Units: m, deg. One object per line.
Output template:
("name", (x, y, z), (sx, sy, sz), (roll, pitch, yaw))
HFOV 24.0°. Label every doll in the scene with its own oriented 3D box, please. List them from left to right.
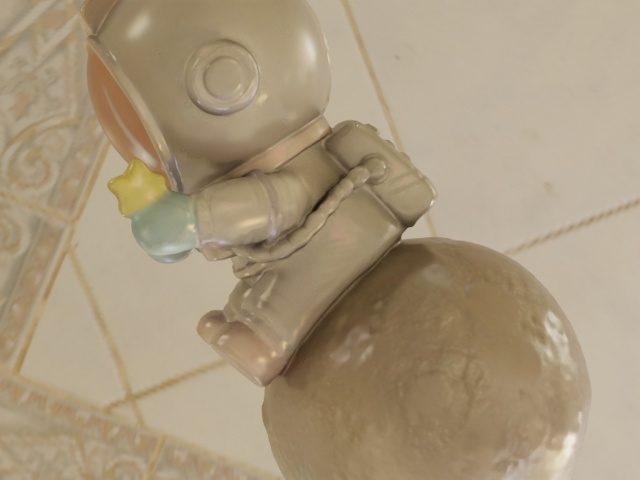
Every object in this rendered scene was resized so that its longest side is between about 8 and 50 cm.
("doll", (0.000, 0.000, 0.645), (0.151, 0.151, 0.287), (-33, 97, 5))
